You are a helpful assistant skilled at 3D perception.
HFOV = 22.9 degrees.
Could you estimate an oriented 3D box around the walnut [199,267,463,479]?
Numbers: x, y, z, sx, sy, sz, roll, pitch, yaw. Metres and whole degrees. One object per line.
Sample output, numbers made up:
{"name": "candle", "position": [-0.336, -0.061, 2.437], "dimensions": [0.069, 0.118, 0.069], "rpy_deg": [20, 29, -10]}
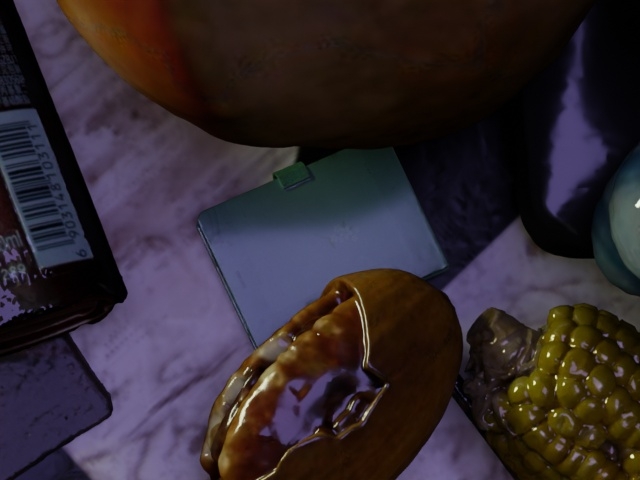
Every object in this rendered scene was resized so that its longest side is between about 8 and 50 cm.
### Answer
{"name": "walnut", "position": [0.003, 0.102, 0.924], "dimensions": [0.116, 0.116, 0.207], "rpy_deg": [41, 77, 2]}

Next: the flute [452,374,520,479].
{"name": "flute", "position": [0.129, 0.152, 0.980], "dimensions": [0.014, 0.014, 0.269], "rpy_deg": [-35, 84, -14]}

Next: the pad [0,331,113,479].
{"name": "pad", "position": [-0.301, 0.025, 0.949], "dimensions": [0.220, 0.004, 0.330], "rpy_deg": [-33, 84, -14]}

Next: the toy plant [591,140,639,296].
{"name": "toy plant", "position": [0.264, -0.047, 0.874], "dimensions": [0.247, 0.247, 0.332], "rpy_deg": [13, 86, -5]}

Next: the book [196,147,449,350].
{"name": "book", "position": [0.000, 0.000, 0.993], "dimensions": [0.135, 0.017, 0.103], "rpy_deg": [-25, 84, -12]}

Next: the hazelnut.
{"name": "hazelnut", "position": [0.010, -0.221, 0.896], "dimensions": [0.366, 0.366, 0.366], "rpy_deg": [2, 77, -8]}

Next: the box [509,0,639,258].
{"name": "box", "position": [0.264, -0.129, 1.035], "dimensions": [0.290, 0.073, 0.289], "rpy_deg": [-2, 78, -9]}

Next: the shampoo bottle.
{"name": "shampoo bottle", "position": [-0.228, -0.091, 0.944], "dimensions": [0.129, 0.084, 0.323], "rpy_deg": [-19, 78, -25]}

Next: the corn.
{"name": "corn", "position": [0.214, 0.155, 0.940], "dimensions": [0.322, 0.119, 0.119], "rpy_deg": [45, 75, -2]}
